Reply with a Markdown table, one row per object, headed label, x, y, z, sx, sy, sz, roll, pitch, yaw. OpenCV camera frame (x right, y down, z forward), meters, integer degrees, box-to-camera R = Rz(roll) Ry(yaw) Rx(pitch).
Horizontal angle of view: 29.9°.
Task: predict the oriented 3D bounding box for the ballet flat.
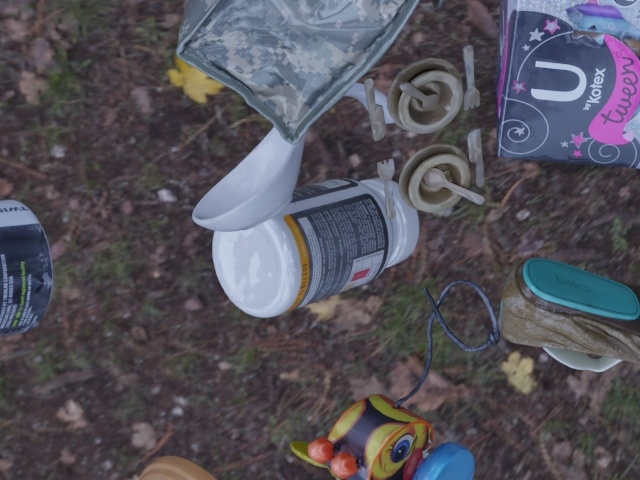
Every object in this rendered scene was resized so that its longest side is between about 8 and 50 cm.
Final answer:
| label | x | y | z | sx | sy | sz | roll | pitch | yaw |
| --- | --- | --- | --- | --- | --- | --- | --- | --- | --- |
| ballet flat | 0.363 | 0.112 | 1.385 | 0.343 | 0.116 | 0.124 | 11 | 133 | -10 |

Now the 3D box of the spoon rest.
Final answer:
| label | x | y | z | sx | sy | sz | roll | pitch | yaw |
| --- | --- | --- | --- | --- | --- | --- | --- | --- | --- |
| spoon rest | -0.035 | -0.101 | 1.374 | 0.137 | 0.276 | 0.084 | 4 | 128 | 61 |

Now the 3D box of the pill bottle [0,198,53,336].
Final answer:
| label | x | y | z | sx | sy | sz | roll | pitch | yaw |
| --- | --- | --- | --- | --- | --- | --- | --- | --- | --- |
| pill bottle | -0.371 | 0.035 | 1.052 | 0.130 | 0.246 | 0.130 | 7 | 100 | 45 |

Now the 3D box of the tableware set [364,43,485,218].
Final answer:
| label | x | y | z | sx | sy | sz | roll | pitch | yaw |
| --- | --- | --- | --- | --- | --- | --- | --- | --- | --- |
| tableware set | 0.125 | -0.107 | 1.304 | 0.128 | 0.039 | 0.194 | -20 | 128 | -11 |

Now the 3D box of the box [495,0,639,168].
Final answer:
| label | x | y | z | sx | sy | sz | roll | pitch | yaw |
| --- | --- | --- | --- | --- | --- | --- | --- | --- | --- |
| box | 0.216 | -0.201 | 0.934 | 0.142 | 0.163 | 0.247 | 4 | 129 | 6 |

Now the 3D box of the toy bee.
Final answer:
| label | x | y | z | sx | sy | sz | roll | pitch | yaw |
| --- | --- | --- | --- | --- | --- | --- | --- | --- | --- |
| toy bee | 0.044 | 0.194 | 1.045 | 0.195 | 0.162 | 0.298 | 1 | 101 | 45 |

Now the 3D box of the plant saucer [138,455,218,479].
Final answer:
| label | x | y | z | sx | sy | sz | roll | pitch | yaw |
| --- | --- | --- | --- | --- | --- | --- | --- | --- | --- |
| plant saucer | -0.107 | 0.287 | 1.057 | 0.200 | 0.037 | 0.200 | 28 | 131 | 38 |

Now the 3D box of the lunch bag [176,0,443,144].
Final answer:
| label | x | y | z | sx | sy | sz | roll | pitch | yaw |
| --- | --- | --- | --- | --- | --- | --- | --- | --- | --- |
| lunch bag | 0.017 | -0.268 | 1.070 | 0.169 | 0.235 | 0.287 | 36 | 112 | -23 |

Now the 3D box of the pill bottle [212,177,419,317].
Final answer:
| label | x | y | z | sx | sy | sz | roll | pitch | yaw |
| --- | --- | --- | --- | --- | --- | --- | --- | --- | --- |
| pill bottle | 0.000 | 0.000 | 1.670 | 0.162 | 0.278 | 0.162 | 15 | 112 | 42 |
